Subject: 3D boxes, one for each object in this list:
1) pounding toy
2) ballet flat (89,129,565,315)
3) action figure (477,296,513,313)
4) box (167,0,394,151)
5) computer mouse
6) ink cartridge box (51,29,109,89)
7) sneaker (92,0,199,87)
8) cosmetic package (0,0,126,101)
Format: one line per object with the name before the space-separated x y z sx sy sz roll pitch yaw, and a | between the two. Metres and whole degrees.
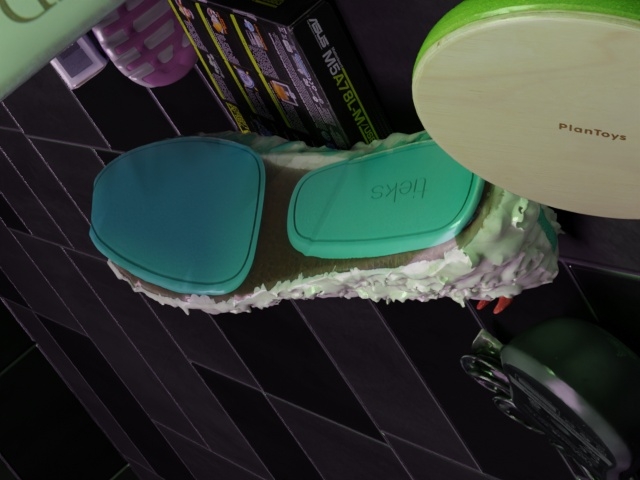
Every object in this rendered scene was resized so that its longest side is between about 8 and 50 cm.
pounding toy | 0.170 -0.092 0.824 0.237 0.110 0.183 23 155 -15
ballet flat | 0.000 0.000 1.192 0.409 0.147 0.147 3 133 43
action figure | 0.105 0.006 1.240 0.115 0.030 0.038 58 164 -21
box | -0.024 -0.118 1.261 0.184 0.045 0.190 28 154 51
computer mouse | 0.192 0.110 1.199 0.188 0.072 0.272 43 173 12
ink cartridge box | -0.246 -0.241 1.373 0.208 0.045 0.206 52 -168 -16
sneaker | -0.177 -0.234 1.319 0.236 0.095 0.104 59 166 -15
cosmetic package | -0.263 -0.305 0.979 0.393 0.329 0.327 55 160 -19
